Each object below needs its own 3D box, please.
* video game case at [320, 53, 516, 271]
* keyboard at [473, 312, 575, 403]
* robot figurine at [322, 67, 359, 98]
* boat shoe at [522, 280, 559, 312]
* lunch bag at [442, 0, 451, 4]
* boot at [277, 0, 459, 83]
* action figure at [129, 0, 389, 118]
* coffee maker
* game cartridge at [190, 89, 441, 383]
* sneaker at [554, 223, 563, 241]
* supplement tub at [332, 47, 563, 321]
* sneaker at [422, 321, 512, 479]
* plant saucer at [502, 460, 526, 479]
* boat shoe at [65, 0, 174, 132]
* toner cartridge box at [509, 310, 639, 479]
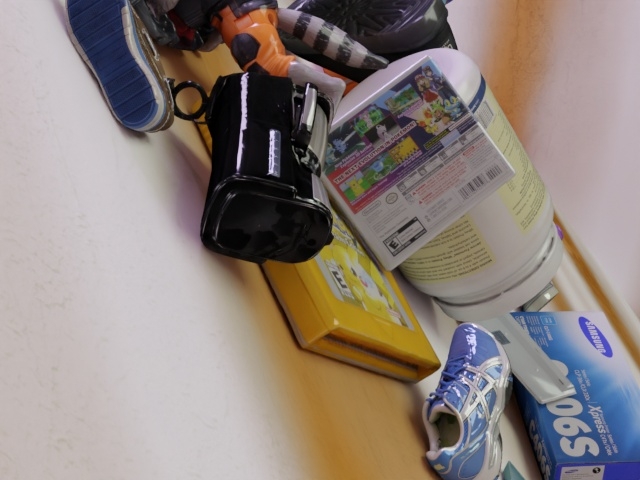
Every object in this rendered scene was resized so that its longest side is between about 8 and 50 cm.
[{"bbox_3d":[0.105,-0.094,1.382,0.183,0.201,0.023,53,-8,-1],"label":"video game case"},{"bbox_3d":[0.275,0.144,1.705,0.072,0.014,0.256,-14,47,-29],"label":"keyboard"},{"bbox_3d":[0.091,-0.281,1.961,0.219,0.128,0.158,46,19,-26],"label":"robot figurine"},{"bbox_3d":[0.407,0.091,2.225,0.081,0.079,0.227,46,11,3],"label":"boat shoe"},{"bbox_3d":[0.093,-0.500,2.225,0.138,0.221,0.293,62,18,22],"label":"lunch bag"},{"bbox_3d":[0.138,-0.181,1.817,0.367,0.146,0.445,22,-28,53],"label":"boot"},{"bbox_3d":[-0.089,-0.275,1.366,0.330,0.178,0.341,48,13,-5],"label":"action figure"},{"bbox_3d":[-0.072,-0.071,1.125,0.178,0.171,0.120,-89,175,-48],"label":"coffee maker"},{"bbox_3d":[0.000,0.000,1.310,0.285,0.052,0.324,26,34,-58],"label":"game cartridge"},{"bbox_3d":[0.353,0.020,2.054,0.102,0.161,0.282,56,18,-2],"label":"sneaker"},{"bbox_3d":[0.173,-0.071,1.569,0.325,0.235,0.235,55,15,-26],"label":"supplement tub"},{"bbox_3d":[0.163,0.179,1.296,0.081,0.080,0.211,33,45,-32],"label":"sneaker"},{"bbox_3d":[0.291,0.367,1.460,0.192,0.018,0.067,51,17,-15],"label":"plant saucer"},{"bbox_3d":[-0.195,-0.184,1.123,0.183,0.066,0.066,69,15,13],"label":"boat shoe"},{"bbox_3d":[0.382,0.235,1.700,0.348,0.165,0.075,-98,-170,-57],"label":"toner cartridge box"}]
